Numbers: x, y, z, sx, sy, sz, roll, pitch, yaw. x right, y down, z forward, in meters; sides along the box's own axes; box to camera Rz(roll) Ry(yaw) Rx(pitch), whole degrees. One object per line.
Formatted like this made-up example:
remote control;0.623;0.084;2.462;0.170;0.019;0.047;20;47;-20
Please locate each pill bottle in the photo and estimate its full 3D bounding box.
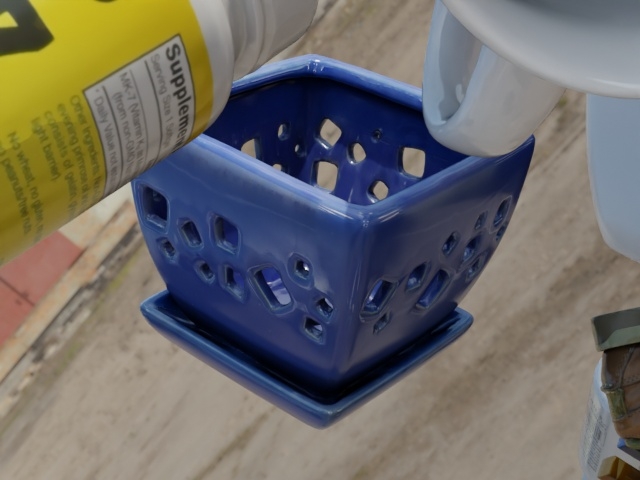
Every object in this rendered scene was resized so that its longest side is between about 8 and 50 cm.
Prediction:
pill bottle;0.377;0.239;1.350;0.229;0.131;0.131;88;-154;-44
pill bottle;-0.107;-0.065;0.399;0.208;0.119;0.119;-38;3;-27

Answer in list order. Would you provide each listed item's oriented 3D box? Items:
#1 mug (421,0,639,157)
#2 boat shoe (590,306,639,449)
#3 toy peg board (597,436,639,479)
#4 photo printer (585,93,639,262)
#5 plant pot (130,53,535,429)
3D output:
mug;0.138;-0.225;0.650;0.328;0.276;0.374;-97;22;-61
boat shoe;0.336;0.075;0.745;0.307;0.104;0.111;-15;-10;36
toy peg board;0.261;0.185;0.861;0.160;0.079;0.161;-63;10;-31
photo printer;0.353;-0.081;1.026;0.107;0.256;0.307;-14;23;-19
plant pot;0.000;0.000;0.889;0.236;0.236;0.212;-26;-47;-46
